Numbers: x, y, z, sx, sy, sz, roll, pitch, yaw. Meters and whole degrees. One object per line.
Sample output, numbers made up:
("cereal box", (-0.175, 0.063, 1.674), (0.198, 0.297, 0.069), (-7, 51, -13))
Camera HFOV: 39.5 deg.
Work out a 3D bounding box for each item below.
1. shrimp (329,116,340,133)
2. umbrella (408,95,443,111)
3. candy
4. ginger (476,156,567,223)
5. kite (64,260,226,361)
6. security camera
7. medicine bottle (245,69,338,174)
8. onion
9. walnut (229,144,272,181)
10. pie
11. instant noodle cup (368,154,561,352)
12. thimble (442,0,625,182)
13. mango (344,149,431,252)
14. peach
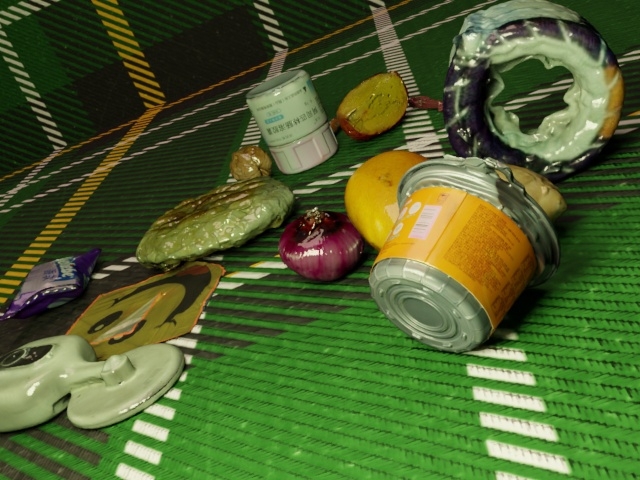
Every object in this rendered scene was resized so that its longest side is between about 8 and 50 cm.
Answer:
("shrimp", (0.008, -0.232, 1.864), (0.091, 0.025, 0.127), (-6, 29, 46))
("umbrella", (0.204, -0.265, 1.718), (0.027, 0.025, 0.165), (-9, 15, -22))
("candy", (-0.476, 0.074, 1.595), (0.145, 0.070, 0.275), (-18, 15, 0))
("ginger", (0.216, -0.042, 1.045), (0.122, 0.115, 0.193), (0, 15, 6))
("kite", (-0.295, 0.119, 1.343), (0.327, 0.013, 0.377), (-36, 23, -27))
("security camera", (-0.310, 0.173, 1.134), (0.301, 0.080, 0.157), (-10, 23, 30))
("medicine bottle", (-0.052, -0.226, 1.707), (0.135, 0.168, 0.135), (-22, 21, 9))
("onion", (0.000, 0.000, 1.157), (0.115, 0.104, 0.115), (-9, 38, 8))
("walnut", (-0.136, -0.145, 1.741), (0.079, 0.082, 0.096), (-59, 30, -9))
("pie", (-0.180, -0.035, 1.500), (0.306, 0.071, 0.306), (-22, 14, 6))
("instant noodle cup", (0.127, 0.027, 0.865), (0.177, 0.208, 0.125), (19, 58, 27))
("thimble", (0.263, -0.195, 1.145), (0.237, 0.237, 0.150), (-19, 21, 16))
("mango", (0.103, -0.047, 1.128), (0.141, 0.102, 0.217), (15, 30, -5))
("peach", (0.101, -0.246, 1.692), (0.127, 0.092, 0.172), (-16, 32, 38))
